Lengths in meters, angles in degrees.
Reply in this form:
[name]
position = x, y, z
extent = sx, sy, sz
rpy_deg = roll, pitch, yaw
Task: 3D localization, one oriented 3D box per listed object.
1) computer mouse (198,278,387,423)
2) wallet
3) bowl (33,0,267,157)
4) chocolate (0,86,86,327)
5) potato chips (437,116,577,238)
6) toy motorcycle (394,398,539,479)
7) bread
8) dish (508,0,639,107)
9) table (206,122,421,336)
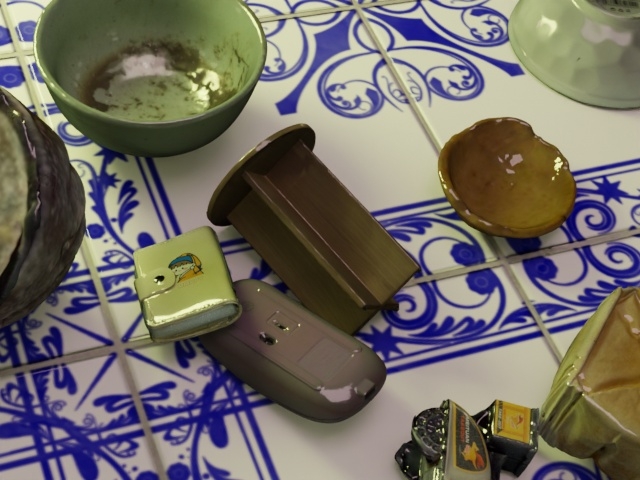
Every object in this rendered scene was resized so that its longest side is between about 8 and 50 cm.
[computer mouse]
position = -0.035, 0.124, 1.429
extent = 0.232, 0.057, 0.120
rpy_deg = 30, 53, 25
[wallet]
position = -0.156, 0.052, 1.450
extent = 0.110, 0.039, 0.155
rpy_deg = -18, 36, -4
[bowl]
position = -0.217, -0.204, 1.614
extent = 0.289, 0.146, 0.289
rpy_deg = 5, 51, -6
[chocolate]
position = -0.381, -0.017, 1.381
extent = 0.303, 0.213, 0.303
rpy_deg = -4, 78, 20
[potato chips]
position = 0.235, -0.074, 1.647
extent = 0.195, 0.062, 0.208
rpy_deg = 6, 48, -13
[toy motorcycle]
position = 0.153, 0.279, 1.318
extent = 0.157, 0.091, 0.263
rpy_deg = 14, 47, -5
[bread]
position = 0.362, 0.177, 1.432
extent = 0.192, 0.110, 0.210
rpy_deg = 29, 51, 5
[dish]
position = 0.427, -0.327, 1.859
extent = 0.303, 0.120, 0.303
rpy_deg = 5, 50, -5
[table]
position = 0.000, 0.000, 1.493
extent = 0.167, 0.167, 0.227
rpy_deg = -32, 72, -31
